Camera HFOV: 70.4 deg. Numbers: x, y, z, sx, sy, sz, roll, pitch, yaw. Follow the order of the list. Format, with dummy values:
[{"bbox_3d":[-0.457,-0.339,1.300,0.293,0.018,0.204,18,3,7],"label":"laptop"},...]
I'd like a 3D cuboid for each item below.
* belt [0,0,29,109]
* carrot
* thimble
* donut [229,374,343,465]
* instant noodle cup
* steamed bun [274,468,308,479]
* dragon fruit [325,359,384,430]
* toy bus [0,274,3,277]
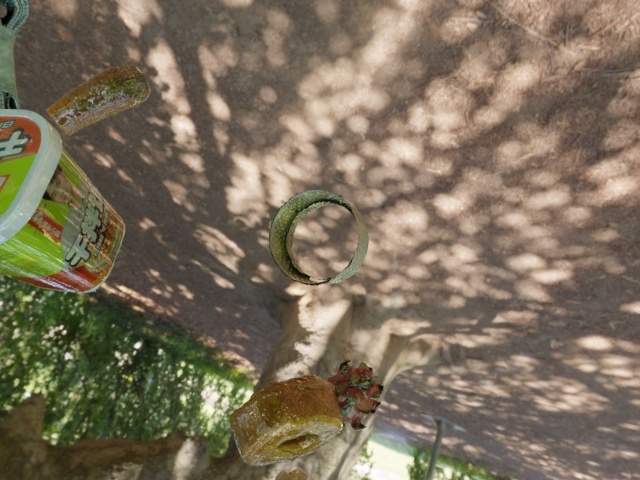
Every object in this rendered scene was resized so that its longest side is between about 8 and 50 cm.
[{"bbox_3d":[-0.656,-0.376,0.934,0.072,0.303,0.087,0,177,32],"label":"belt"},{"bbox_3d":[-0.682,-0.440,1.408,0.139,0.301,0.139,47,164,18],"label":"carrot"},{"bbox_3d":[0.000,0.000,1.311,0.270,0.271,0.150,12,177,20],"label":"thimble"},{"bbox_3d":[-0.064,0.359,0.905,0.226,0.114,0.227,-14,141,-12],"label":"donut"},{"bbox_3d":[-0.544,-0.046,0.854,0.293,0.294,0.308,15,158,15],"label":"instant noodle cup"},{"bbox_3d":[-0.064,0.820,1.415,0.192,0.106,0.178,-103,-11,-84],"label":"steamed bun"},{"bbox_3d":[0.054,0.397,1.101,0.137,0.236,0.135,38,-167,6],"label":"dragon fruit"},{"bbox_3d":[-0.893,0.131,1.051,0.136,0.330,0.109,-31,108,10],"label":"toy bus"}]
